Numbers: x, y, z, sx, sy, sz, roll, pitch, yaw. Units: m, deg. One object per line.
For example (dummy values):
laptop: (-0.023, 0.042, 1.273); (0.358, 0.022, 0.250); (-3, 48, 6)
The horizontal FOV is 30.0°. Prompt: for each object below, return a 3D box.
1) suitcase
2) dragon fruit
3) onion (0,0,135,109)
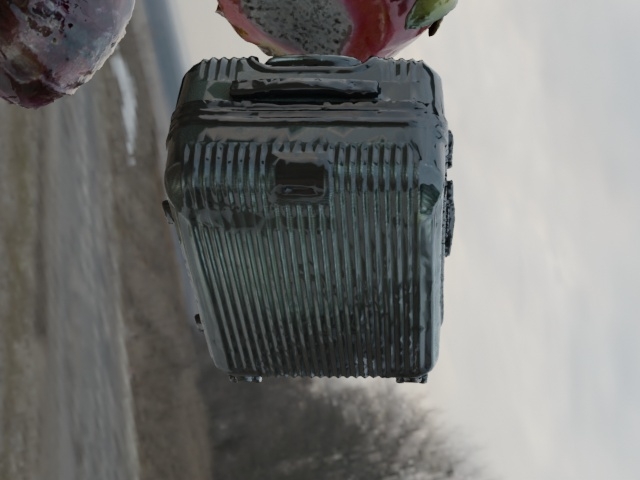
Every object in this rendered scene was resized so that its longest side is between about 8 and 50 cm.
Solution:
suitcase: (0.000, 0.000, 0.902); (0.312, 0.202, 0.128); (85, 8, -54)
dragon fruit: (0.007, -0.277, 1.156); (0.290, 0.291, 0.189); (81, 19, -49)
onion: (-0.367, -0.359, 1.540); (0.336, 0.260, 0.282); (60, 11, 9)
